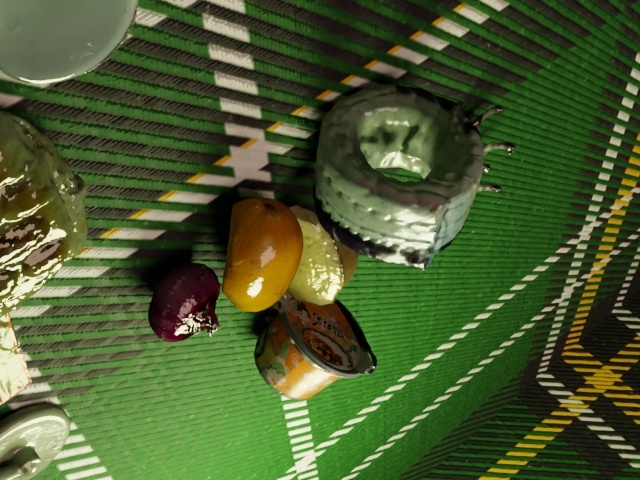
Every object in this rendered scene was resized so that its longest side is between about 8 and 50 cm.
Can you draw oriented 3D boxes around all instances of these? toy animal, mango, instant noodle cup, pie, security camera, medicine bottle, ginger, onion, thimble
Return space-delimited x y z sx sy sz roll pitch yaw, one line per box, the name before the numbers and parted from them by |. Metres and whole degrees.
toy animal | 0.227 -0.116 1.498 0.176 0.073 0.217 -15 136 -22
mango | -0.080 0.030 1.213 0.217 0.102 0.141 101 1 -56
instant noodle cup | -0.026 0.175 1.440 0.125 0.208 0.177 -45 -178 29
pie | -0.359 0.001 0.840 0.306 0.071 0.306 -31 142 -28
security camera | -0.443 0.316 1.137 0.301 0.080 0.157 -24 144 -40
medicine bottle | -0.228 -0.210 0.655 0.135 0.168 0.135 -34 150 -23
ginger | -0.001 -0.001 1.326 0.122 0.115 0.193 -55 151 -33
onion | -0.174 0.085 1.172 0.115 0.104 0.115 -49 172 -10
thimble | 0.105 -0.085 1.194 0.237 0.237 0.150 -31 149 -26

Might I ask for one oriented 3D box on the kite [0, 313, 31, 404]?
kite | -0.474 0.174 0.977 0.327 0.013 0.377 -54 152 15
